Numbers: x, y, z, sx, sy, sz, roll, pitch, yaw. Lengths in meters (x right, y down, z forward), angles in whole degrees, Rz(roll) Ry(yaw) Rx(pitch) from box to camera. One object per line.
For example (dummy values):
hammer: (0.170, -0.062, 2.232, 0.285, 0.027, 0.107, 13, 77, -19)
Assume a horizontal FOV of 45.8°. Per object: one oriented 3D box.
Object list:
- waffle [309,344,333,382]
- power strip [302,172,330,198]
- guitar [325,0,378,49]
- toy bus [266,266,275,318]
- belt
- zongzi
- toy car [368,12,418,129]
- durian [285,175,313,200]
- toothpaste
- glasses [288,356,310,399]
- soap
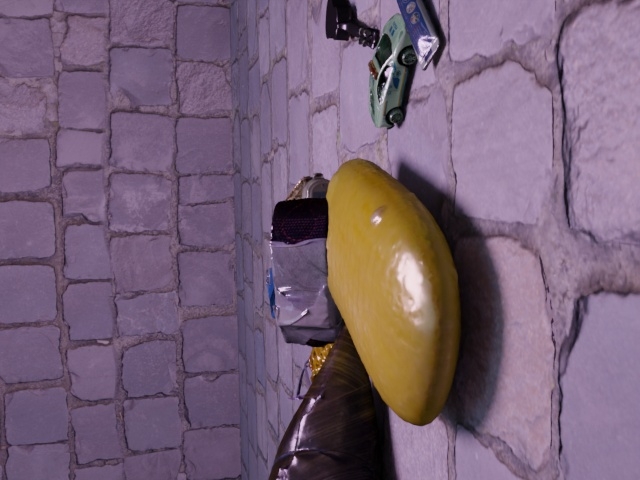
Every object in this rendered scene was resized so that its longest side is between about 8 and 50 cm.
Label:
waffle: (0.018, 0.267, 1.634, 0.231, 0.051, 0.228, 171, 100, -76)
power strip: (-0.001, -0.001, 1.613, 0.048, 0.080, 0.285, -163, 73, -70)
guitar: (0.053, -0.395, 1.404, 0.271, 0.038, 0.083, -117, 27, -62)
toy bus: (-0.059, 0.101, 1.794, 0.234, 0.116, 0.133, 114, 150, -66)
belt: (-0.002, 0.062, 1.457, 0.184, 0.164, 0.288, -23, -68, -75)
zongzi: (0.020, 0.402, 1.436, 0.403, 0.208, 0.431, 92, -172, -63)
toy car: (0.103, -0.261, 1.170, 0.093, 0.058, 0.186, -103, 17, -46)
durian: (-0.047, -0.122, 1.819, 0.130, 0.066, 0.052, 126, 141, -54)
toothpaste: (0.132, -0.332, 1.081, 0.057, 0.035, 0.197, 121, 141, -53)
glasses: (-0.040, 0.338, 1.863, 0.140, 0.063, 0.103, 138, 130, -72)
soap: (0.103, 0.067, 1.094, 0.427, 0.115, 0.305, -117, 32, -60)
